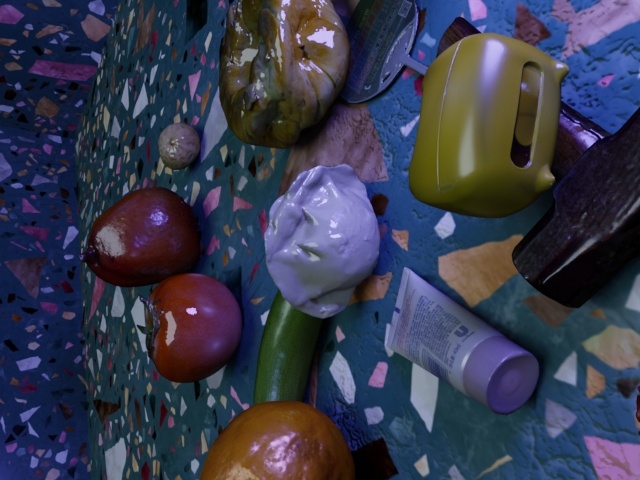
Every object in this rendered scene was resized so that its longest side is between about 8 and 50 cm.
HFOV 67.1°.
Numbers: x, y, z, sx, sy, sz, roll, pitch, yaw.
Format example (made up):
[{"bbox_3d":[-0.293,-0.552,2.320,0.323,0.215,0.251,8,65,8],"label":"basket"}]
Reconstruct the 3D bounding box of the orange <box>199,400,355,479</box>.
[{"bbox_3d":[-0.070,0.392,0.779,0.261,0.261,0.260,-9,79,52],"label":"orange"}]

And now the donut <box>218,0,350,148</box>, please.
[{"bbox_3d":[-0.084,-0.358,0.957,0.360,0.170,0.360,-10,79,59],"label":"donut"}]

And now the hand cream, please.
[{"bbox_3d":[0.169,0.138,0.656,0.248,0.083,0.133,34,112,61],"label":"hand cream"}]

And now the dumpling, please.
[{"bbox_3d":[0.000,0.000,0.784,0.147,0.193,0.257,10,97,57],"label":"dumpling"}]

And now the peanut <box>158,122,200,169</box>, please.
[{"bbox_3d":[-0.423,-0.282,1.438,0.159,0.109,0.140,-12,91,56],"label":"peanut"}]

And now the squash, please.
[{"bbox_3d":[-0.064,0.216,0.916,0.107,0.107,0.394,29,110,50],"label":"squash"}]

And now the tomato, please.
[{"bbox_3d":[-0.306,0.201,1.134,0.256,0.225,0.255,-2,88,55],"label":"tomato"}]

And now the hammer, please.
[{"bbox_3d":[0.245,-0.148,0.570,0.242,0.095,0.408,-56,43,32],"label":"hammer"}]

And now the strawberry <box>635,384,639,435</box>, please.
[{"bbox_3d":[0.320,0.134,0.352,0.178,0.234,0.233,143,124,-62],"label":"strawberry"}]

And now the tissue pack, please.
[{"bbox_3d":[0.171,-0.116,0.497,0.127,0.123,0.178,-1,79,66],"label":"tissue pack"}]

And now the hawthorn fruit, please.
[{"bbox_3d":[-0.491,0.001,1.360,0.311,0.295,0.295,-35,46,-7],"label":"hawthorn fruit"}]

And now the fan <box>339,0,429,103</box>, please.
[{"bbox_3d":[0.119,-0.351,0.821,0.294,0.012,0.223,11,94,53],"label":"fan"}]
